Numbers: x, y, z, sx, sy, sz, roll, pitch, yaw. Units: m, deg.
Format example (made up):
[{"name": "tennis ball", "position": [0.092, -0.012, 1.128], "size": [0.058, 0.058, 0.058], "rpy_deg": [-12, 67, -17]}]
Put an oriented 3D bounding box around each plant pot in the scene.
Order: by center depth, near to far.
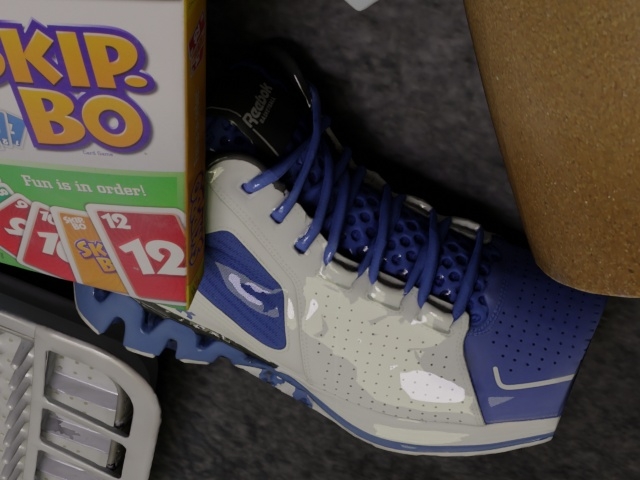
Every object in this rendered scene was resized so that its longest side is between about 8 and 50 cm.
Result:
[{"name": "plant pot", "position": [0.142, -0.147, 0.587], "size": [0.237, 0.237, 0.254], "rpy_deg": [-13, 113, 34]}]

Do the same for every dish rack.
[{"name": "dish rack", "position": [-0.268, 0.094, 1.118], "size": [0.333, 0.072, 0.285], "rpy_deg": [20, 140, 2]}]

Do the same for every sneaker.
[{"name": "sneaker", "position": [-0.001, 0.000, 0.855], "size": [0.316, 0.127, 0.182], "rpy_deg": [14, 140, 13]}]

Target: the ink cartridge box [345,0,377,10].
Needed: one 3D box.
[{"name": "ink cartridge box", "position": [0.032, -0.197, 0.696], "size": [0.145, 0.045, 0.179], "rpy_deg": [42, 138, -21]}]

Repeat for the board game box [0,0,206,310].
[{"name": "board game box", "position": [-0.116, -0.064, 0.726], "size": [0.124, 0.039, 0.259], "rpy_deg": [14, 141, 6]}]
